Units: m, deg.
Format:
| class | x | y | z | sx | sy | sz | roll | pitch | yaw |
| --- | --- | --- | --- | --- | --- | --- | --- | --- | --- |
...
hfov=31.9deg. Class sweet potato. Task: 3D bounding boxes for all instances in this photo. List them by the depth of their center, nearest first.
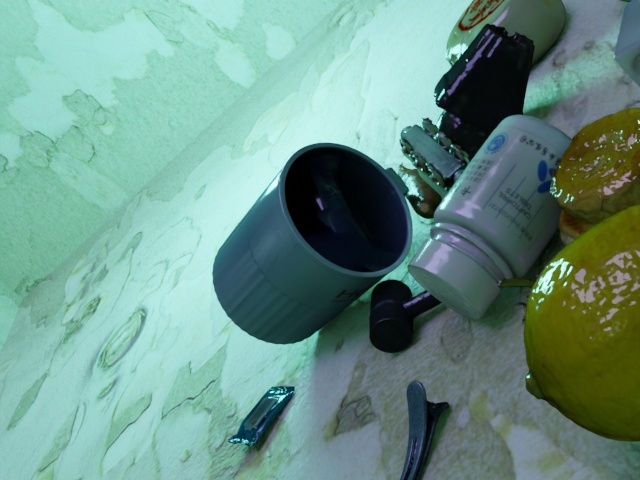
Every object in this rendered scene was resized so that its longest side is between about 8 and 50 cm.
| class | x | y | z | sx | sy | sz | roll | pitch | yaw |
| --- | --- | --- | --- | --- | --- | --- | --- | --- | --- |
| sweet potato | 0.190 | -0.099 | 2.105 | 0.072 | 0.066 | 0.314 | -37 | 20 | 9 |

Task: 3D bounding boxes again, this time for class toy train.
| class | x | y | z | sx | sy | sz | roll | pitch | yaw |
| --- | --- | --- | --- | --- | --- | --- | --- | --- | --- |
| toy train | 0.209 | -0.131 | 1.971 | 0.080 | 0.125 | 0.194 | -34 | 42 | -6 |

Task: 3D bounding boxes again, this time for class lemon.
| class | x | y | z | sx | sy | sz | roll | pitch | yaw |
| --- | --- | --- | --- | --- | --- | --- | --- | --- | --- |
| lemon | 0.362 | 0.083 | 1.200 | 0.319 | 0.245 | 0.245 | -33 | 24 | 12 |

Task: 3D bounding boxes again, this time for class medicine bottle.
| class | x | y | z | sx | sy | sz | roll | pitch | yaw |
| --- | --- | --- | --- | --- | --- | --- | --- | --- | --- |
| medicine bottle | 0.268 | -0.034 | 1.691 | 0.293 | 0.170 | 0.170 | -53 | 22 | -12 |

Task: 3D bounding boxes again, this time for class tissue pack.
| class | x | y | z | sx | sy | sz | roll | pitch | yaw |
| --- | --- | --- | --- | --- | --- | --- | --- | --- | --- |
| tissue pack | -0.103 | 0.314 | 1.998 | 0.085 | 0.028 | 0.138 | -7 | 40 | 55 |

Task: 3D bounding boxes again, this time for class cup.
| class | x | y | z | sx | sy | sz | roll | pitch | yaw |
| --- | --- | --- | --- | --- | --- | --- | --- | --- | --- |
| cup | -0.018 | -0.008 | 2.004 | 0.311 | 0.256 | 0.331 | -45 | 20 | 47 |

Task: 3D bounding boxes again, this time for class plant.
| class | x | y | z | sx | sy | sz | roll | pitch | yaw |
| --- | --- | --- | --- | --- | --- | --- | --- | --- | --- |
| plant | 0.304 | 0.072 | 1.512 | 0.116 | 0.122 | 0.104 | -51 | 9 | 12 |
| plant | 0.293 | -0.259 | 2.022 | 0.142 | 0.164 | 0.256 | -86 | 18 | -69 |

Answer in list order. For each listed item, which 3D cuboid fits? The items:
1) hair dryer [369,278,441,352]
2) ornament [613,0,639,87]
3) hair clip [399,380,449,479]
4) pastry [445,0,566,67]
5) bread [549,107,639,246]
| class | x | y | z | sx | sy | sz | roll | pitch | yaw |
| --- | --- | --- | --- | --- | --- | --- | --- | --- | --- |
| hair dryer | 0.174 | 0.088 | 1.813 | 0.219 | 0.071 | 0.124 | -30 | 26 | 23 |
| ornament | 0.561 | -0.280 | 1.454 | 0.239 | 0.240 | 0.239 | -28 | 28 | 43 |
| hair clip | 0.123 | 0.310 | 1.541 | 0.039 | 0.070 | 0.230 | -18 | 43 | 46 |
| pastry | 0.367 | -0.424 | 2.246 | 0.265 | 0.133 | 0.265 | -44 | 21 | 22 |
| bread | 0.422 | -0.083 | 1.545 | 0.198 | 0.120 | 0.236 | -16 | 38 | 47 |
